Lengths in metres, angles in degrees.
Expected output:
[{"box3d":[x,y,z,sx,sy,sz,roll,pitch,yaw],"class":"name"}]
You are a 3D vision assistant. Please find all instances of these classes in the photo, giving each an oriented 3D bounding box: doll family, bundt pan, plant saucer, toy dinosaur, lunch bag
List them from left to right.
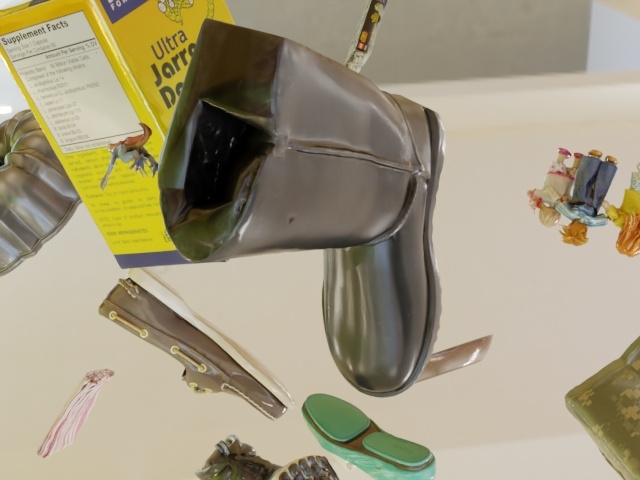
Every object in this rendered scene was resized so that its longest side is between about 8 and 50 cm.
[{"box3d":[-0.526,-0.095,1.785,0.331,0.124,0.331,-29,-146,22],"class":"bundt pan"},{"box3d":[-0.179,-0.086,1.011,0.047,0.090,0.082,-3,-149,-38],"class":"toy dinosaur"},{"box3d":[0.179,0.193,1.649,0.199,0.036,0.198,-17,172,-3],"class":"plant saucer"},{"box3d":[0.471,-0.058,1.756,0.263,0.163,0.118,18,171,13],"class":"doll family"},{"box3d":[0.402,0.244,1.015,0.169,0.287,0.235,-42,-152,6],"class":"lunch bag"}]

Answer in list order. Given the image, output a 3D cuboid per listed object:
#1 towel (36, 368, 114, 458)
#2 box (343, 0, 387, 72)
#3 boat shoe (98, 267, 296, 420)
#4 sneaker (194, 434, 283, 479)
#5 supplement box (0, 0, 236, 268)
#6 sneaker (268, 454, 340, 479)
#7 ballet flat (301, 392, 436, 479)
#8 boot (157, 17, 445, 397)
[{"box3d":[-0.382,0.273,1.682,0.029,0.144,0.197,32,176,2],"class":"towel"},{"box3d":[0.073,-0.330,1.638,0.027,0.137,0.094,20,163,-7],"class":"box"},{"box3d":[-0.180,0.168,1.578,0.096,0.324,0.116,-50,-171,-3],"class":"boat shoe"},{"box3d":[-0.116,0.396,1.689,0.153,0.268,0.101,35,-119,17],"class":"sneaker"},{"box3d":[-0.203,-0.166,1.293,0.194,0.356,0.195,-4,-149,38],"class":"supplement box"},{"box3d":[-0.092,0.378,1.317,0.147,0.129,0.330,-23,-174,46],"class":"sneaker"},{"box3d":[0.062,0.301,1.509,0.083,0.087,0.247,-22,-149,-38],"class":"ballet flat"},{"box3d":[0.000,-0.002,1.083,0.146,0.367,0.445,2,179,21],"class":"boot"}]
